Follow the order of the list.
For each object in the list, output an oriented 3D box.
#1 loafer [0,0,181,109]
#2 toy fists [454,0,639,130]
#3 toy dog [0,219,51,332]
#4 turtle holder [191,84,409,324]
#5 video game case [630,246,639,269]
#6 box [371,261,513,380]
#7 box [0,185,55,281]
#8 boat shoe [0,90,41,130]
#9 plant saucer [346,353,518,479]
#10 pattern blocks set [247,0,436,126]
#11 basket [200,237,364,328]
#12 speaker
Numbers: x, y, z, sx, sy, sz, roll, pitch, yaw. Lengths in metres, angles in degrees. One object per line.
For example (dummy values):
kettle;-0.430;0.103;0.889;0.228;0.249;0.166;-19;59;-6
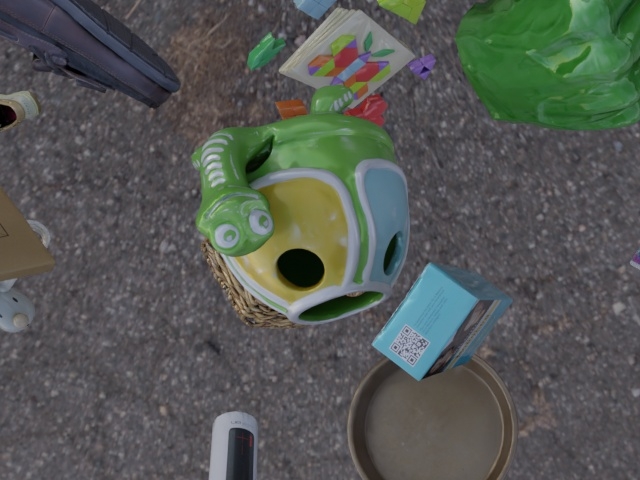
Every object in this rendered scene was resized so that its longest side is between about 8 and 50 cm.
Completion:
loafer;-0.283;-0.217;0.804;0.303;0.109;0.095;35;103;-27
toy fists;0.155;-0.198;0.579;0.096;0.142;0.279;-39;117;-19
toy dog;-0.594;0.058;1.345;0.334;0.161;0.220;20;97;-43
turtle holder;-0.010;-0.034;0.938;0.244;0.320;0.227;-16;74;-4
video game case;0.502;0.001;1.074;0.019;0.157;0.143;26;100;-27
box;0.140;0.085;0.876;0.060;0.244;0.100;37;100;19
box;-0.475;-0.006;1.071;0.164;0.201;0.021;48;121;18
boat shoe;-0.450;-0.177;1.134;0.135;0.045;0.050;-10;113;35
plant saucer;0.180;0.303;1.315;0.278;0.277;0.041;-21;155;11
pattern blocks set;0.045;-0.269;1.229;0.325;0.026;0.285;4;141;-42
basket;0.000;0.000;1.311;0.299;0.213;0.223;-15;155;-42
speaker;-0.099;0.261;0.916;0.055;0.136;0.055;-1;128;-1
